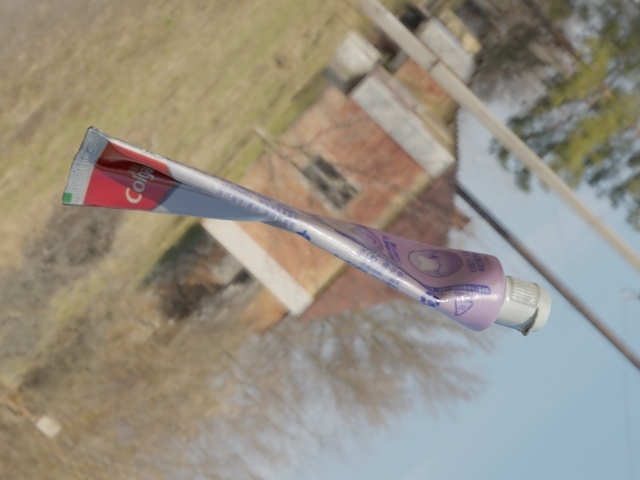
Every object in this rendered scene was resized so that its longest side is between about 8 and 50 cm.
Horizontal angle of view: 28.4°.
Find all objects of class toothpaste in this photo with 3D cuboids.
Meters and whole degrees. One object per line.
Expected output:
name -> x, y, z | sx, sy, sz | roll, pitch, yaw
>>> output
toothpaste -> 0.000, 0.000, 0.740 | 0.075, 0.301, 0.048 | 178, -71, -73
